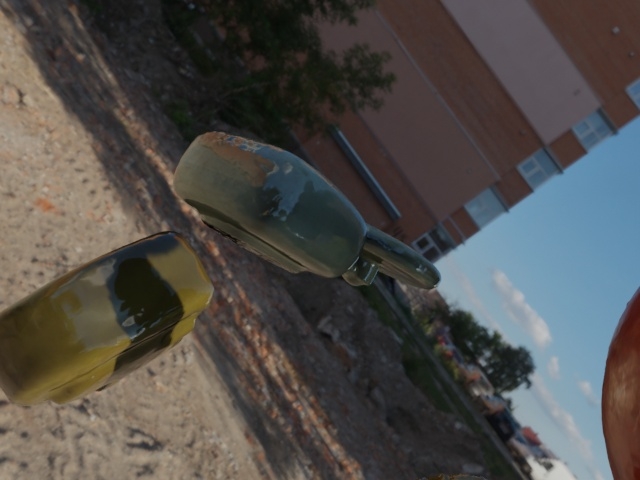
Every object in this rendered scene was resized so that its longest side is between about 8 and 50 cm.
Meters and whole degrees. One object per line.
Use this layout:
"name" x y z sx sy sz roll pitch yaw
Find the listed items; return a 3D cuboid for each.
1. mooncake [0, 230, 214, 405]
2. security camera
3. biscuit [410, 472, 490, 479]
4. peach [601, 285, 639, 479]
"mooncake" -0.221 0.086 0.728 0.117 0.235 0.235 61 4 5
"security camera" 0.000 0.000 0.631 0.157 0.080 0.301 21 -7 40
"biscuit" 0.116 0.268 0.540 0.220 0.220 0.033 53 32 -12
"peach" 0.342 0.113 0.385 0.370 0.370 0.370 54 3 -4
